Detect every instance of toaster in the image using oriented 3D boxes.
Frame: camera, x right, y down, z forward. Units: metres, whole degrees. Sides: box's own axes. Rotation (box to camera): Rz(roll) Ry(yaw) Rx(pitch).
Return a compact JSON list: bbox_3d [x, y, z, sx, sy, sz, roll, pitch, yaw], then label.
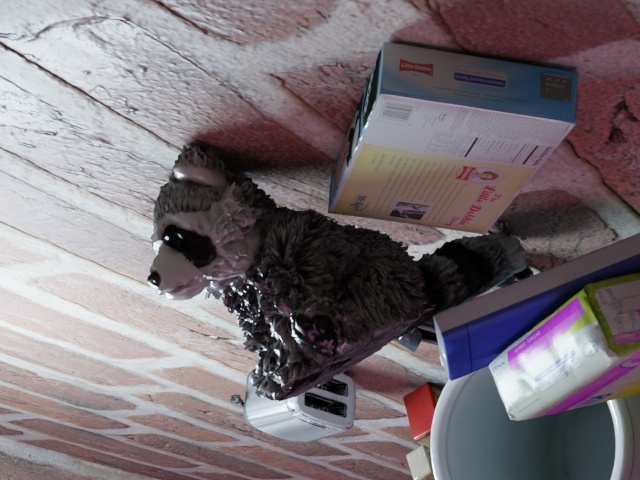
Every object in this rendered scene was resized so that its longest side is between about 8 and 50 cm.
[{"bbox_3d":[-0.039,0.298,2.332,0.227,0.129,0.146,24,149,-38],"label":"toaster"}]

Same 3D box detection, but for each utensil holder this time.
[{"bbox_3d":[0.414,0.331,1.964,0.328,0.327,0.385,-10,163,38],"label":"utensil holder"}]

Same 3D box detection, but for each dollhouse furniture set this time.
[{"bbox_3d":[0.258,0.391,2.236,0.201,0.374,0.152,-33,136,23],"label":"dollhouse furniture set"}]

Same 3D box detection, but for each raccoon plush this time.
[{"bbox_3d":[0.000,0.000,1.510,0.446,0.299,0.216,-20,164,-42],"label":"raccoon plush"}]

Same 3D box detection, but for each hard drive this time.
[{"bbox_3d":[0.299,0.077,1.536,0.319,0.040,0.210,-22,158,0],"label":"hard drive"}]

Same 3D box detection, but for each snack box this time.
[{"bbox_3d":[0.123,-0.093,1.275,0.187,0.060,0.322,8,160,-6],"label":"snack box"}]

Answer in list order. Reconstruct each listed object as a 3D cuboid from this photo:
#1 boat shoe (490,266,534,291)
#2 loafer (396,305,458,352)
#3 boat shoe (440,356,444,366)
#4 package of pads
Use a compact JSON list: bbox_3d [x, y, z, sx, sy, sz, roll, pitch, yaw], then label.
[{"bbox_3d":[0.266,0.051,1.675,0.125,0.038,0.046,13,-158,-18],"label":"boat shoe"},{"bbox_3d":[0.137,0.128,1.868,0.223,0.078,0.076,7,160,-4],"label":"loafer"},{"bbox_3d":[0.290,0.228,2.075,0.079,0.081,0.227,-38,141,29],"label":"boat shoe"},{"bbox_3d":[0.389,0.118,1.522,0.297,0.101,0.229,-8,156,-30],"label":"package of pads"}]
